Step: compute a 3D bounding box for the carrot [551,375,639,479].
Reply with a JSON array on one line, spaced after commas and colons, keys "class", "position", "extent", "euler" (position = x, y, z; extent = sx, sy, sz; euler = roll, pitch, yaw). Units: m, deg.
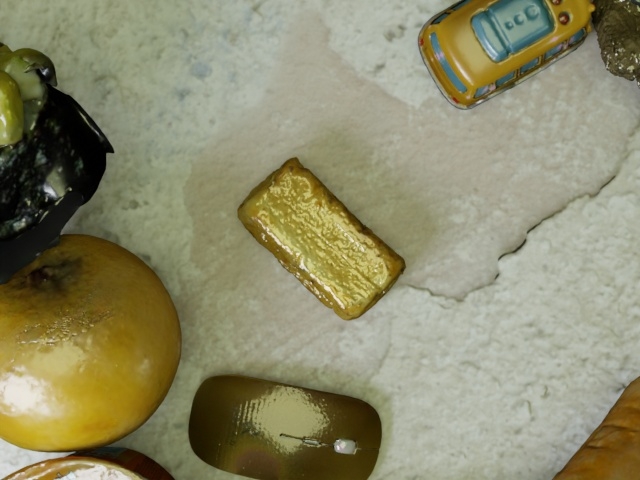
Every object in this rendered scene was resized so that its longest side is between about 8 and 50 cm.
[{"class": "carrot", "position": [0.363, 0.329, 1.377], "extent": [0.224, 0.224, 0.341], "euler": [35, 72, 1]}]

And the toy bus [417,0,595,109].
[{"class": "toy bus", "position": [0.229, -0.256, 1.445], "extent": [0.209, 0.136, 0.126], "euler": [-29, 90, 1]}]

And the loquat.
[{"class": "loquat", "position": [-0.295, 0.123, 1.403], "extent": [0.263, 0.263, 0.263], "euler": [0, 91, 2]}]

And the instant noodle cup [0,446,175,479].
[{"class": "instant noodle cup", "position": [-0.271, 0.380, 1.435], "extent": [0.296, 0.214, 0.297], "euler": [0, 91, 2]}]

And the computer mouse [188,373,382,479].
[{"class": "computer mouse", "position": [-0.045, 0.241, 1.506], "extent": [0.245, 0.056, 0.126], "euler": [12, 92, 0]}]

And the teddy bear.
[{"class": "teddy bear", "position": [0.391, -0.284, 1.448], "extent": [0.182, 0.129, 0.251], "euler": [25, 75, -34]}]

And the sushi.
[{"class": "sushi", "position": [-0.454, -0.114, 1.343], "extent": [0.328, 0.328, 0.285], "euler": [-41, 134, -11]}]

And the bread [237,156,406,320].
[{"class": "bread", "position": [0.000, 0.000, 1.484], "extent": [0.114, 0.083, 0.211], "euler": [-45, 90, -3]}]
